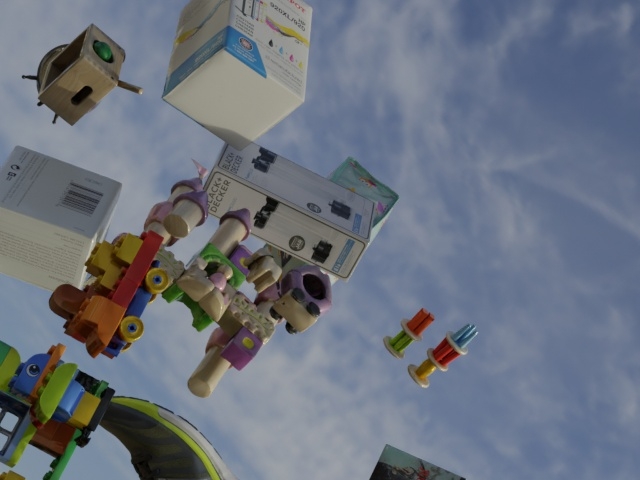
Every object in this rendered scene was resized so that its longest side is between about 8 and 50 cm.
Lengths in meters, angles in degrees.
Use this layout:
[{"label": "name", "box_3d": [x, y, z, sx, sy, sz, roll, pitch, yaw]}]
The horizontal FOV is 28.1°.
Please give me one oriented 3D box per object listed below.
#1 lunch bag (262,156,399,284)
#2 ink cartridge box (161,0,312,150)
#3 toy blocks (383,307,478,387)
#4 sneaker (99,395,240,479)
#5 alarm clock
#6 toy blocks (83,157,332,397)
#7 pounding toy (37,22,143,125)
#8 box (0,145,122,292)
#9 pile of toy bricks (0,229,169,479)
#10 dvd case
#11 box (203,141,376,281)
[{"label": "lunch bag", "box_3d": [0.000, 0.000, 2.453, 0.160, 0.262, 0.223, 40, -44, -1]}, {"label": "ink cartridge box", "box_3d": [-0.132, -0.309, 2.114, 0.171, 0.233, 0.168, 32, -48, -29]}, {"label": "toy blocks", "box_3d": [0.203, 0.175, 2.316, 0.148, 0.054, 0.123, -44, -99, 22]}, {"label": "sneaker", "box_3d": [-0.168, 0.305, 1.531, 0.300, 0.121, 0.111, 46, -27, -7]}, {"label": "alarm clock", "box_3d": [-0.447, -0.307, 2.391, 0.129, 0.192, 0.064, 57, -15, 0]}, {"label": "toy blocks", "box_3d": [-0.141, 0.026, 1.968, 0.288, 0.260, 0.309, 45, -51, -8]}, {"label": "pounding toy", "box_3d": [-0.354, -0.256, 2.009, 0.100, 0.141, 0.130, 40, 28, -27]}, {"label": "box", "box_3d": [-0.417, -0.030, 1.941, 0.181, 0.181, 0.119, 20, -60, -4]}, {"label": "pile of toy bricks", "box_3d": [-0.173, 0.078, 0.682, 0.105, 0.212, 0.118, 31, -28, -11]}, {"label": "dvd case", "box_3d": [0.120, 0.326, 1.665, 0.119, 0.087, 0.013, 21, -17, 23]}, {"label": "box", "box_3d": [-0.056, -0.060, 2.178, 0.289, 0.169, 0.087, 26, -64, -5]}]
